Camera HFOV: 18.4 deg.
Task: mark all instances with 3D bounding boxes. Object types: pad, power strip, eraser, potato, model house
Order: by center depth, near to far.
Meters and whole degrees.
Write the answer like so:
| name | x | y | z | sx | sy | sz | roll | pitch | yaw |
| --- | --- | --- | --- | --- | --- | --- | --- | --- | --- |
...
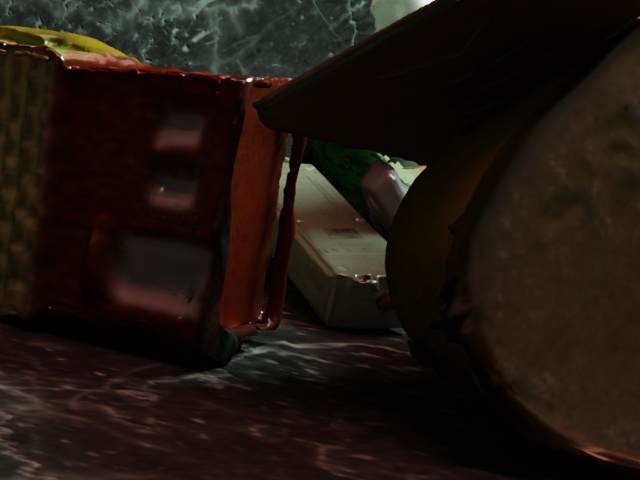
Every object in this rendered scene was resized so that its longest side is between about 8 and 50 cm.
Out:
| name | x | y | z | sx | sy | sz | roll | pitch | yaw |
| --- | --- | --- | --- | --- | --- | --- | --- | --- | --- |
| potato | 0.235 | -0.014 | 1.276 | 0.397 | 0.290 | 0.296 | -21 | 6 | -2 |
| pad | 0.144 | -0.110 | 1.284 | 0.284 | 0.018 | 0.286 | 10 | -25 | -44 |
| model house | -0.151 | -0.036 | 1.393 | 0.254 | 0.196 | 0.160 | 11 | 8 | 21 |
| power strip | -0.001 | 0.000 | 1.624 | 0.078 | 0.052 | 0.272 | 1 | 22 | -23 |
| eraser | 0.099 | 0.000 | 1.730 | 0.204 | 0.059 | 0.243 | 37 | -1 | -15 |

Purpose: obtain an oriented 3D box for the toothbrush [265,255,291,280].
| name | x | y | z | sx | sy | sz | roll | pitch | yaw |
| --- | --- | --- | --- | --- | --- | --- | --- | --- | --- |
| toothbrush | -0.106 | 0.004 | 1.697 | 0.364 | 0.041 | 0.041 | 9 | 8 | 1 |

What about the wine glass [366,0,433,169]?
| name | x | y | z | sx | sy | sz | roll | pitch | yaw |
| --- | --- | --- | --- | --- | --- | --- | --- | --- | --- |
| wine glass | 0.207 | -0.139 | 1.543 | 0.323 | 0.238 | 0.238 | 8 | 7 | 30 |

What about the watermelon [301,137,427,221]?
| name | x | y | z | sx | sy | sz | roll | pitch | yaw |
| --- | --- | --- | --- | --- | --- | --- | --- | --- | --- |
| watermelon | 0.145 | -0.082 | 2.090 | 0.222 | 0.319 | 0.292 | 40 | 59 | 13 |

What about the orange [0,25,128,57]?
| name | x | y | z | sx | sy | sz | roll | pitch | yaw |
| --- | --- | --- | --- | --- | --- | --- | --- | --- | --- |
| orange | -0.206 | -0.079 | 1.606 | 0.158 | 0.179 | 0.237 | -13 | 28 | -42 |
